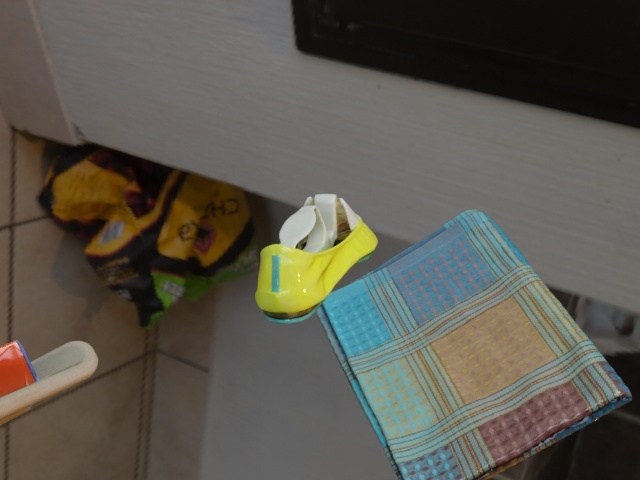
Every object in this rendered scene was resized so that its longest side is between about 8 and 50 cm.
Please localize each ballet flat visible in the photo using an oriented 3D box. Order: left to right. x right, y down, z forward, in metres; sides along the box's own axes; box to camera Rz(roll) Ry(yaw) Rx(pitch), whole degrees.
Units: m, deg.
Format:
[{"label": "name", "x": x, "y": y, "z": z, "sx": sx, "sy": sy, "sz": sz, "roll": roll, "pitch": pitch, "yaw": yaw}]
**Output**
[{"label": "ballet flat", "x": 0.000, "y": 0.000, "z": 0.825, "sx": 0.231, "sy": 0.077, "sz": 0.077, "roll": -45, "pitch": 130, "yaw": -65}]

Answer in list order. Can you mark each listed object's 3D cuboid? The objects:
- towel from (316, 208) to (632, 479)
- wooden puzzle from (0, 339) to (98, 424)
[{"label": "towel", "x": 0.160, "y": 0.124, "z": 1.097, "sx": 0.271, "sy": 0.370, "sz": 0.040, "roll": -30, "pitch": 128, "yaw": 2}, {"label": "wooden puzzle", "x": -0.393, "y": 0.182, "z": 0.740, "sx": 0.080, "sy": 0.322, "sz": 0.348, "roll": 62, "pitch": 17, "yaw": -2}]
